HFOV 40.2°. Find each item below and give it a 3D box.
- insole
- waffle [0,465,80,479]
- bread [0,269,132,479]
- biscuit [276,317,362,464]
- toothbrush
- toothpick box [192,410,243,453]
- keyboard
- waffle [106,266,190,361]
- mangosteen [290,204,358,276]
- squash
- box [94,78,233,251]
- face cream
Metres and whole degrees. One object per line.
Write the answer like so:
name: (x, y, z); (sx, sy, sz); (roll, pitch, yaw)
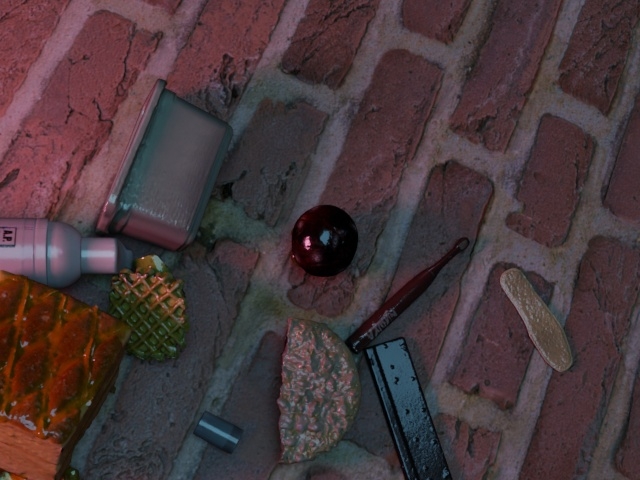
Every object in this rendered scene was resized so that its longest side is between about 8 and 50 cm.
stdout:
insole: (0.471, 0.170, 1.898); (0.081, 0.011, 0.248); (-30, 83, -18)
waffle: (-0.593, 0.440, 1.546); (0.325, 0.068, 0.302); (6, 74, -10)
bread: (-0.511, 0.231, 1.507); (0.279, 0.207, 0.279); (27, 49, -1)
biscuit: (-0.004, 0.301, 1.716); (0.179, 0.084, 0.281); (10, 75, -15)
toothbrush: (0.188, 0.108, 1.833); (0.364, 0.041, 0.041); (-41, 88, -19)
toothpick box: (-0.195, 0.365, 1.667); (0.083, 0.052, 0.052); (29, 71, -3)
keyboard: (0.174, 0.355, 1.775); (0.101, 0.018, 0.310); (-15, 79, -18)
waffle: (-0.326, 0.140, 1.651); (0.169, 0.036, 0.183); (9, 104, 13)
mangosteen: (0.000, 0.000, 1.773); (0.152, 0.152, 0.152); (3, 75, -12)
squash: (-0.299, 0.123, 1.700); (0.075, 0.090, 0.200); (-20, 94, -48)
box: (-0.302, -0.132, 1.721); (0.182, 0.175, 0.312); (23, 71, -15)
face cream: (-0.536, 0.026, 1.629); (0.369, 0.145, 0.145); (-1, 76, -13)
